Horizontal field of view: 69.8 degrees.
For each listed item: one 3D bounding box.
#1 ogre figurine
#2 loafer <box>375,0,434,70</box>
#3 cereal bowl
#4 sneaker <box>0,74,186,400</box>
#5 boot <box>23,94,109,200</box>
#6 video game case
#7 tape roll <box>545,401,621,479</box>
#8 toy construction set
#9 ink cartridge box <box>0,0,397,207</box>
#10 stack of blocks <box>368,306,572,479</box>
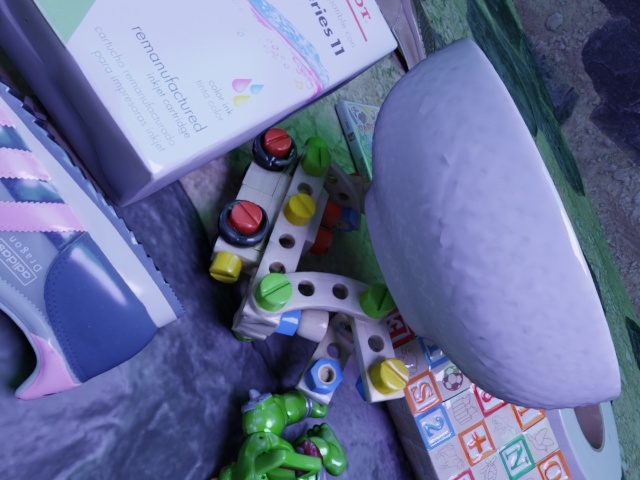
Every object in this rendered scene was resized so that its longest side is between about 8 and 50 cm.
[{"bbox_3d":[-0.028,0.215,0.416,0.118,0.097,0.197,41,49,-37],"label":"ogre figurine"},{"bbox_3d":[0.173,-0.469,0.985,0.268,0.092,0.102,63,38,-30],"label":"loafer"},{"bbox_3d":[0.139,-0.003,0.448,0.339,0.141,0.339,52,25,-38],"label":"cereal bowl"},{"bbox_3d":[-0.234,-0.036,0.296,0.131,0.112,0.319,-40,98,-18],"label":"sneaker"},{"bbox_3d":[-0.218,-0.062,0.382,0.087,0.042,0.118,21,59,-33],"label":"boot"},{"bbox_3d":[0.133,-0.143,0.826,0.227,0.026,0.206,-11,81,-50],"label":"video game case"},{"bbox_3d":[0.571,0.370,1.042,0.392,0.072,0.392,24,55,-41],"label":"tape roll"},{"bbox_3d":[0.000,0.000,0.505,0.215,0.151,0.327,23,42,-9],"label":"toy construction set"},{"bbox_3d":[-0.073,-0.207,0.408,0.353,0.119,0.207,-40,105,-33],"label":"ink cartridge box"},{"bbox_3d":[0.181,0.203,0.603,0.171,0.087,0.297,-22,89,-18],"label":"stack of blocks"}]
